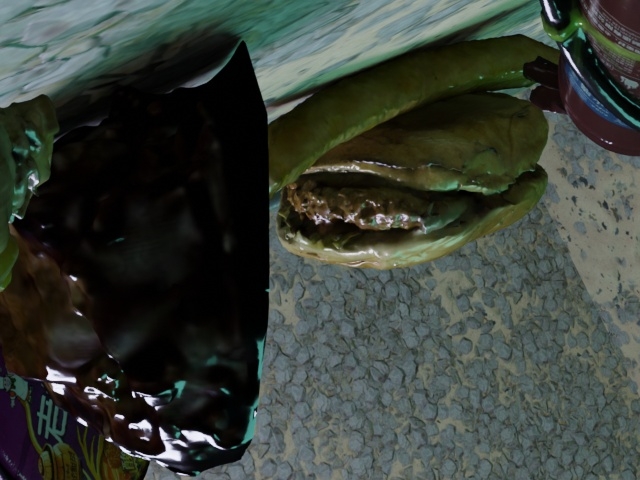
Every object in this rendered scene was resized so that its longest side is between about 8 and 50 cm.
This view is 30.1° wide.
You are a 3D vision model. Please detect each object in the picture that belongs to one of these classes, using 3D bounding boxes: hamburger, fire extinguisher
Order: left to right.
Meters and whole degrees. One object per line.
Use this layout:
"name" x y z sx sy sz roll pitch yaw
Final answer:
"hamburger" 0.088 -0.063 1.196 0.260 0.144 0.283 14 -156 39
"fire extinguisher" 0.159 -0.116 0.607 0.105 0.142 0.341 -63 168 -8

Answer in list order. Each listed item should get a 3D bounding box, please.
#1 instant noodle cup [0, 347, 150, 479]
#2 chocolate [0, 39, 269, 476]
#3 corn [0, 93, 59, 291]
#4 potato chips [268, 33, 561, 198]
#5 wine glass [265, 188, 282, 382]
"instant noodle cup" -0.284 0.129 0.997 0.190 0.251 0.251 -16 -175 23
"chocolate" -0.129 0.018 0.622 0.177 0.224 0.206 0 -149 -12
"corn" -0.185 0.018 0.291 0.262 0.097 0.097 -25 180 -24
"potato chips" 0.078 -0.130 1.077 0.407 0.080 0.057 -25 163 -37
"wine glass" 0.000 0.000 1.605 0.310 0.264 0.096 -27 -151 -26
